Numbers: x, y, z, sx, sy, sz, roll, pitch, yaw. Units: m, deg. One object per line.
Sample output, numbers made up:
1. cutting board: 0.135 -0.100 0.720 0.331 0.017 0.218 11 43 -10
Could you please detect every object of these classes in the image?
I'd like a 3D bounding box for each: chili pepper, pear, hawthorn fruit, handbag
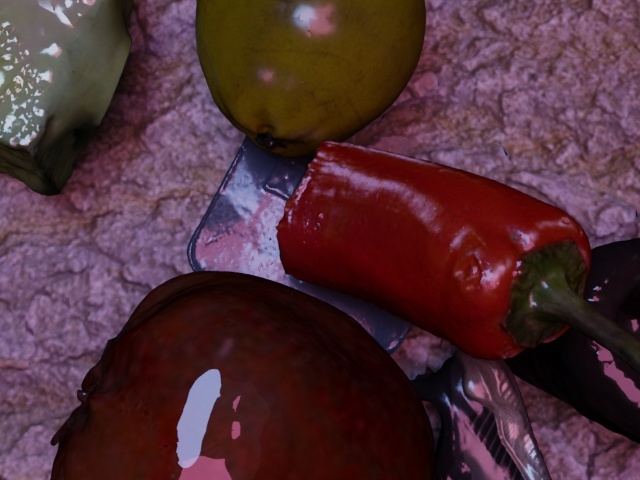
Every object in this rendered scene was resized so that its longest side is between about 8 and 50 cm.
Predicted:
1. chili pepper: 0.127 0.021 0.540 0.338 0.131 0.135 20 80 40
2. pear: -0.308 -0.211 0.664 0.286 0.176 0.282 19 81 -5
3. hawthorn fruit: -0.054 0.177 0.577 0.324 0.308 0.309 18 82 -36
4. handbag: 0.000 0.000 0.707 0.229 0.062 0.179 27 83 0
5. pear: -0.008 -0.205 0.658 0.212 0.212 0.269 18 71 -1

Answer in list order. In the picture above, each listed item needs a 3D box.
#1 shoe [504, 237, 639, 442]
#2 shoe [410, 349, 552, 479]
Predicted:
1. shoe: 0.361 0.120 0.621 0.383 0.237 0.171 24 83 1
2. shoe: 0.152 0.209 0.680 0.112 0.099 0.228 -17 81 3
